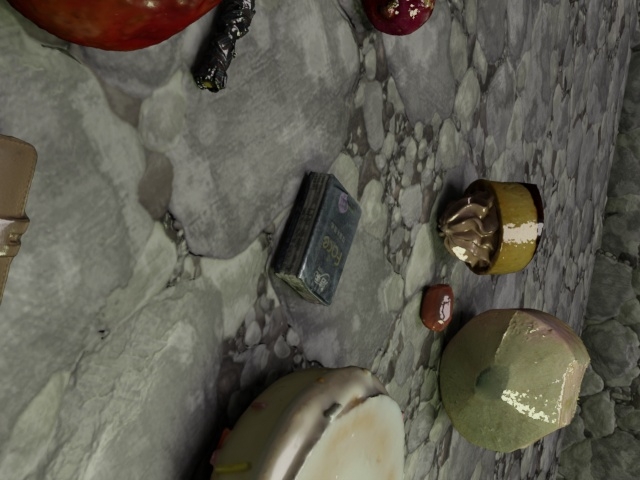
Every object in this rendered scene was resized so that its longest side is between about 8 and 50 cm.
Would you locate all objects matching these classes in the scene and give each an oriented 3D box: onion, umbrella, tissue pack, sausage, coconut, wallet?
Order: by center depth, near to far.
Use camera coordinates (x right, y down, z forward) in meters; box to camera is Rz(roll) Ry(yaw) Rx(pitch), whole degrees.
[{"bbox_3d":[-0.274,-0.011,0.508,0.118,0.039,0.152,17,86,-56],"label":"wallet"},{"bbox_3d":[-0.097,-0.226,0.743,0.037,0.040,0.143,37,65,-46],"label":"umbrella"},{"bbox_3d":[0.000,0.000,0.944,0.112,0.051,0.156,47,58,-54],"label":"tissue pack"},{"bbox_3d":[0.109,-0.344,0.984,0.097,0.107,0.107,-48,136,-50],"label":"onion"},{"bbox_3d":[0.227,0.129,1.335,0.059,0.054,0.094,15,80,-18],"label":"sausage"},{"bbox_3d":[0.406,0.287,1.450,0.310,0.298,0.297,-2,99,-59],"label":"coconut"}]

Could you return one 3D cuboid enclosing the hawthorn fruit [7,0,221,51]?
[{"bbox_3d":[-0.124,-0.260,0.487,0.210,0.266,0.230,49,51,-29],"label":"hawthorn fruit"}]

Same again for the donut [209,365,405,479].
[{"bbox_3d":[-0.021,0.344,0.907,0.383,0.143,0.382,-19,113,-55],"label":"donut"}]

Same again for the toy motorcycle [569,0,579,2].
[{"bbox_3d":[0.420,-0.581,1.296,0.182,0.241,0.319,94,13,-46],"label":"toy motorcycle"}]

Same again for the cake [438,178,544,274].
[{"bbox_3d":[0.315,-0.034,1.361,0.185,0.178,0.207,124,-27,-63],"label":"cake"}]
